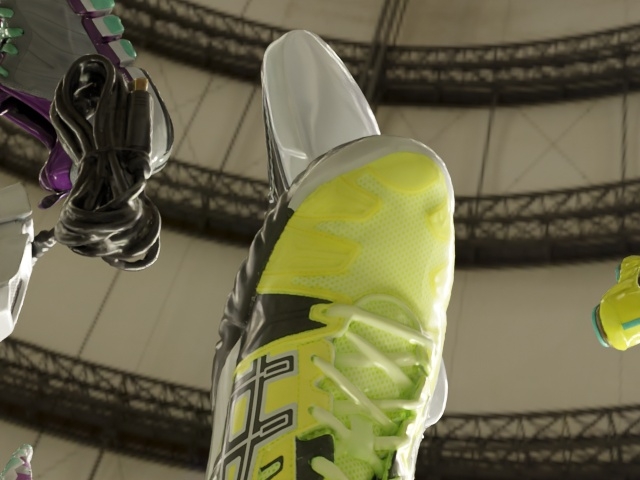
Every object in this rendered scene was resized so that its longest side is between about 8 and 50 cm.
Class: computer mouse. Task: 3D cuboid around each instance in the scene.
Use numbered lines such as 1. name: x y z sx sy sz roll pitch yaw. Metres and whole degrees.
1. computer mouse: -0.134 0.012 0.418 0.193 0.042 0.106 -36 -140 22

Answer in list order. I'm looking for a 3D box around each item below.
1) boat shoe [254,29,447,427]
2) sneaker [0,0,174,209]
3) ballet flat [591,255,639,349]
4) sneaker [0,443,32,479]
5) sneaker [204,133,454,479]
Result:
1. boat shoe: 0.000 0.000 0.852 0.102 0.301 0.108 -19 179 34
2. sneaker: -0.180 -0.131 0.724 0.098 0.083 0.223 -25 -98 -26
3. ballet flat: 0.356 0.061 1.259 0.077 0.077 0.231 -25 -178 28
4. sneaker: -0.299 0.262 1.187 0.069 0.038 0.098 29 -130 -10
5. sneaker: 0.008 0.127 0.650 0.145 0.384 0.147 20 175 -28
